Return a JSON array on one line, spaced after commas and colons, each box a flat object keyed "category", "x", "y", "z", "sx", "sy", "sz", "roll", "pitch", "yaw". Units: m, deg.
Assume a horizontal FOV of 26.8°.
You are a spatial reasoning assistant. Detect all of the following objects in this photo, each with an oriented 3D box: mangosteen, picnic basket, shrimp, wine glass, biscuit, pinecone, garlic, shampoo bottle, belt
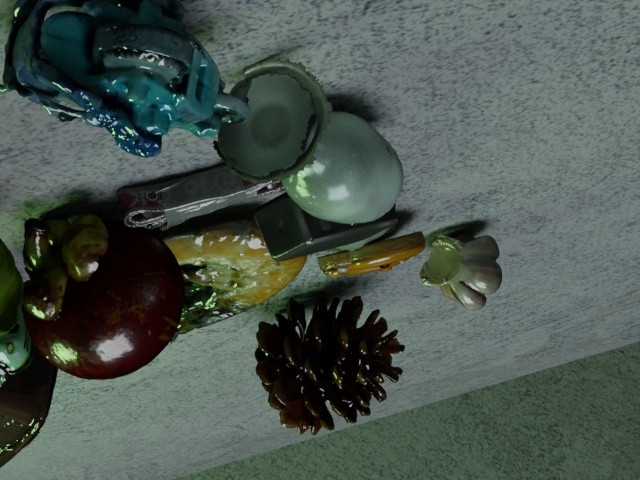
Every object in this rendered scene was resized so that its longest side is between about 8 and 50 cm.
[{"category": "mangosteen", "x": -0.293, "y": 0.056, "z": 1.725, "sx": 0.215, "sy": 0.215, "sz": 0.257, "roll": -20, "pitch": 135, "yaw": 11}, {"category": "picnic basket", "x": -0.495, "y": 0.211, "z": 2.018, "sx": 0.129, "sy": 0.222, "sz": 0.297, "roll": 19, "pitch": 147, "yaw": -23}, {"category": "shrimp", "x": -0.209, "y": 0.072, "z": 2.007, "sx": 0.272, "sy": 0.085, "sz": 0.445, "roll": 8, "pitch": 153, "yaw": -35}, {"category": "wine glass", "x": -0.002, "y": -0.100, "z": 1.585, "sx": 0.143, "sy": 0.143, "sz": 0.321, "roll": -21, "pitch": 161, "yaw": 15}, {"category": "biscuit", "x": 0.079, "y": 0.030, "z": 2.107, "sx": 0.170, "sy": 0.050, "sz": 0.170, "roll": -15, "pitch": 178, "yaw": 0}, {"category": "pinecone", "x": 0.021, "y": 0.205, "z": 2.354, "sx": 0.264, "sy": 0.264, "sz": 0.264, "roll": -15, "pitch": 162, "yaw": -5}, {"category": "garlic", "x": 0.252, "y": 0.058, "z": 2.281, "sx": 0.127, "sy": 0.131, "sz": 0.194, "roll": 9, "pitch": 169, "yaw": 20}, {"category": "shampoo bottle", "x": 0.020, "y": -0.035, "z": 1.835, "sx": 0.079, "sy": 0.080, "sz": 0.246, "roll": -26, "pitch": 172, "yaw": 37}, {"category": "belt", "x": -0.140, "y": -0.064, "z": 1.713, "sx": 0.232, "sy": 0.053, "sz": 0.071, "roll": -16, "pitch": 163, "yaw": -4}]

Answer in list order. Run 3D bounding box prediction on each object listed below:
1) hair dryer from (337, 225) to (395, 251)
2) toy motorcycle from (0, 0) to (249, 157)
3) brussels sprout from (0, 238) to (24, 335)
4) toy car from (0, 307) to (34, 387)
[{"category": "hair dryer", "x": 0.019, "y": -0.004, "z": 2.045, "sx": 0.167, "sy": 0.067, "sz": 0.199, "roll": -7, "pitch": 171, "yaw": -43}, {"category": "toy motorcycle", "x": -0.190, "y": -0.157, "z": 1.279, "sx": 0.206, "sy": 0.154, "sz": 0.260, "roll": 4, "pitch": 170, "yaw": 13}, {"category": "brussels sprout", "x": -0.497, "y": 0.077, "z": 1.557, "sx": 0.294, "sy": 0.227, "sz": 0.259, "roll": 3, "pitch": 140, "yaw": -29}, {"category": "toy car", "x": -0.547, "y": 0.135, "z": 1.820, "sx": 0.306, "sy": 0.136, "sz": 0.125, "roll": -9, "pitch": 132, "yaw": -8}]
